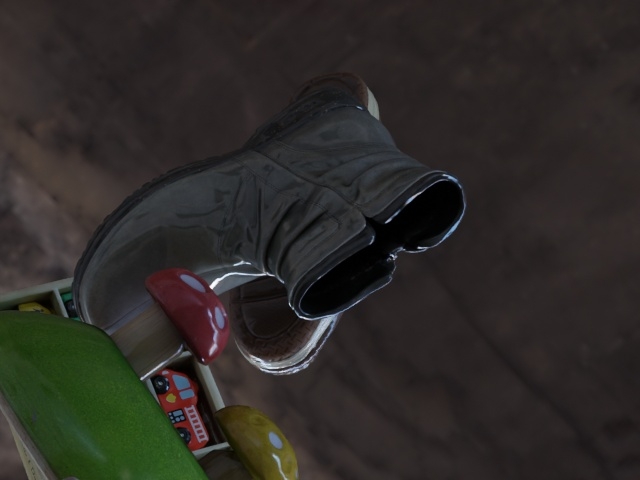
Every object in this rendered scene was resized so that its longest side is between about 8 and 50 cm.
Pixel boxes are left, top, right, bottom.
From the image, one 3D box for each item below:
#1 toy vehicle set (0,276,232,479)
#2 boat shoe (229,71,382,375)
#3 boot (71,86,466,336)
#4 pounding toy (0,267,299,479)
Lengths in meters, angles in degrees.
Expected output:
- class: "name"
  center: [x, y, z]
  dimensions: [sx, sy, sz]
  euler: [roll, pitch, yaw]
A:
- class: "toy vehicle set"
  center: [-0.160, 0.151, 1.581]
  dimensions: [0.166, 0.267, 0.035]
  euler: [-14, 157, -25]
- class: "boat shoe"
  center: [0.007, 0.000, 1.424]
  dimensions: [0.095, 0.095, 0.257]
  euler: [-2, -129, 26]
- class: "boot"
  center: [-0.039, 0.004, 1.243]
  dimensions: [0.246, 0.083, 0.161]
  euler: [-36, -145, -3]
- class: "pounding toy"
  center: [-0.064, 0.097, 0.907]
  dimensions: [0.110, 0.183, 0.237]
  euler: [-35, -151, -6]
